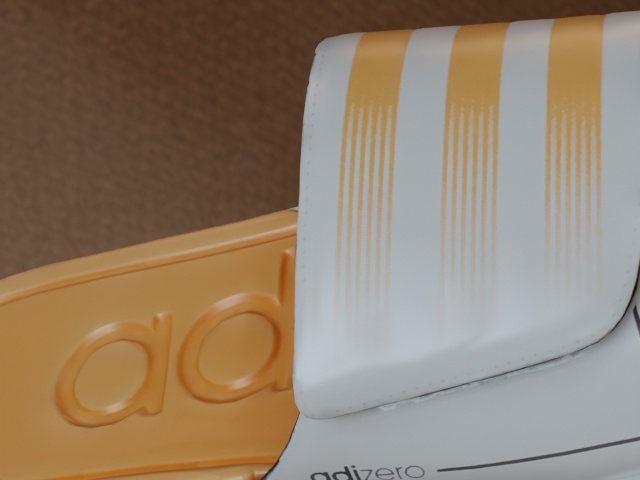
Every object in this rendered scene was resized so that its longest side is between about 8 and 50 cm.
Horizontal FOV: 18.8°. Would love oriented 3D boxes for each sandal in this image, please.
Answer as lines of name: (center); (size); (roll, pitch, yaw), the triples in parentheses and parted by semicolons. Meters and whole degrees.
sandal: (-0.001, 0.008, 0.390); (0.265, 0.102, 0.076); (-15, 138, 17)
